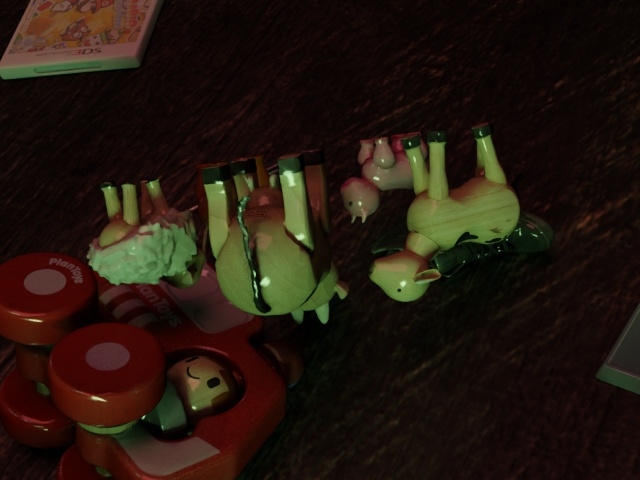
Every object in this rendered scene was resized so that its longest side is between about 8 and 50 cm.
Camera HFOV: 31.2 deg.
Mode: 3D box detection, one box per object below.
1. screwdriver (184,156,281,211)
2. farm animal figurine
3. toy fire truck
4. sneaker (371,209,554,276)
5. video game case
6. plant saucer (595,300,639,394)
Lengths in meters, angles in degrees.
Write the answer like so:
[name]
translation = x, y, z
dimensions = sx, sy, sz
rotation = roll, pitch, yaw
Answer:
[screwdriver]
translation = -0.111, -0.056, 1.313
dimensions = 0.170, 0.025, 0.024
rotation = -23, 45, -8
[farm animal figurine]
translation = 0.000, 0.000, 1.075
dimensions = 0.330, 0.172, 0.327
rotation = -6, 6, 29
[toy fire truck]
translation = -0.157, 0.113, 1.080
dimensions = 0.254, 0.169, 0.302
rotation = -21, 42, -32
[sneaker]
translation = 0.143, 0.006, 1.163
dimensions = 0.170, 0.051, 0.089
rotation = 13, 52, 33
[video game case]
translation = -0.329, -0.316, 1.631
dimensions = 0.206, 0.026, 0.227
rotation = -3, 46, 13
[plant saucer]
translation = 0.328, 0.066, 1.071
dimensions = 0.067, 0.018, 0.192
rotation = 19, 55, 31
